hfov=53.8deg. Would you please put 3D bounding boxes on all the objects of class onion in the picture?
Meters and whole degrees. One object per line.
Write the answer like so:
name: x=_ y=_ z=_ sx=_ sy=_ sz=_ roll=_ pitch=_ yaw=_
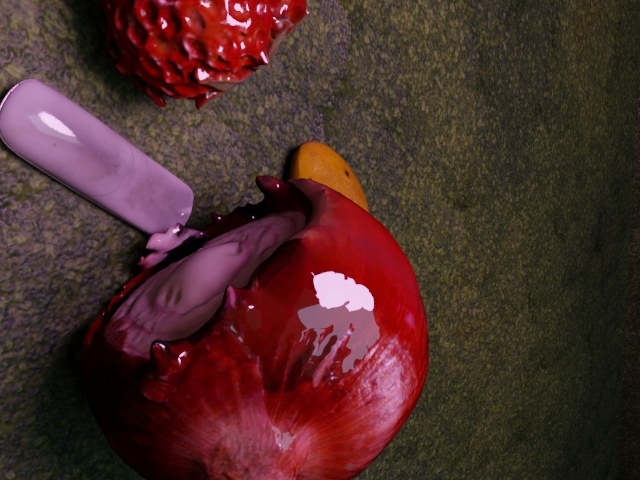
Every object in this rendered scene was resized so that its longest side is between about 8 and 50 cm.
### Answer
onion: x=-0.055 y=0.112 z=0.647 sx=0.341 sy=0.341 sz=0.341 roll=-15 pitch=111 yaw=-46

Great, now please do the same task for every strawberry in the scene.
strawberry: x=-0.136 y=-0.261 z=0.589 sx=0.244 sy=0.205 sz=0.205 roll=49 pitch=61 yaw=-19

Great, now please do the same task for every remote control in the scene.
remote control: x=-0.210 y=-0.074 z=0.629 sx=0.229 sy=0.044 sz=0.073 roll=40 pitch=67 yaw=-45

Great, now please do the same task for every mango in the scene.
mango: x=0.004 y=0.002 z=0.840 sx=0.157 sy=0.109 sz=0.262 roll=2 pitch=97 yaw=-45
